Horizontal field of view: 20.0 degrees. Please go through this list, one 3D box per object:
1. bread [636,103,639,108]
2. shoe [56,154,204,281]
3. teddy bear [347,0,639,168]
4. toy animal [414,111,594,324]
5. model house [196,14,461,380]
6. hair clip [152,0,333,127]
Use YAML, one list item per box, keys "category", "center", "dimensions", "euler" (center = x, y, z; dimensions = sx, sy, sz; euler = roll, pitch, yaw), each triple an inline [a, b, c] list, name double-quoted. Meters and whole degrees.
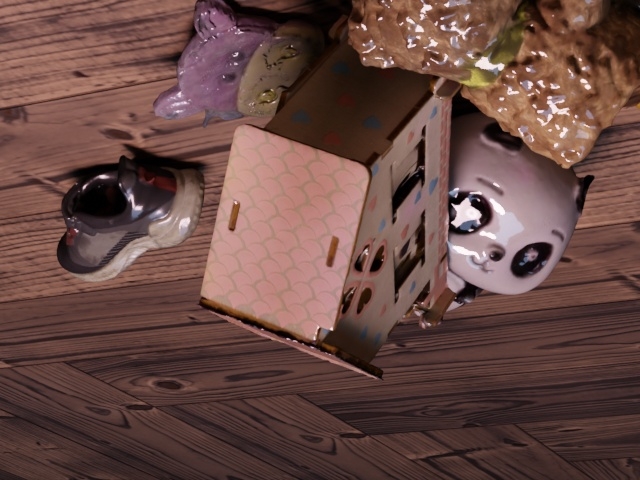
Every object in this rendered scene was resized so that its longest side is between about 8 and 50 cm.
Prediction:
- category: "bread"
  center: [0.322, -0.140, 1.610]
  dimensions: [0.082, 0.056, 0.115]
  euler: [16, 156, -28]
- category: "shoe"
  center: [-0.224, -0.032, 1.934]
  dimensions: [0.227, 0.099, 0.112]
  euler: [-21, 142, 40]
- category: "teddy bear"
  center: [0.185, -0.185, 1.418]
  dimensions: [0.296, 0.222, 0.246]
  euler: [-33, -179, -28]
- category: "toy animal"
  center: [0.142, -0.029, 1.772]
  dimensions: [0.187, 0.165, 0.235]
  euler: [31, 149, -29]
- category: "model house"
  center: [0.000, 0.000, 1.576]
  dimensions: [0.169, 0.244, 0.326]
  euler: [20, 141, 19]
- category: "hair clip"
  center: [-0.068, -0.153, 1.638]
  dimensions: [0.146, 0.056, 0.187]
  euler: [3, 158, -20]
